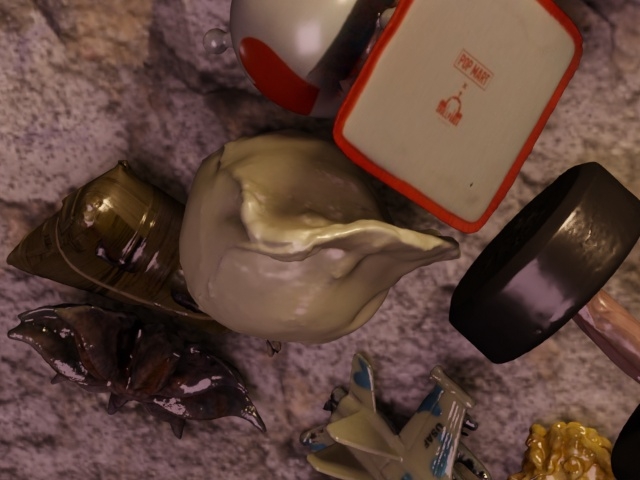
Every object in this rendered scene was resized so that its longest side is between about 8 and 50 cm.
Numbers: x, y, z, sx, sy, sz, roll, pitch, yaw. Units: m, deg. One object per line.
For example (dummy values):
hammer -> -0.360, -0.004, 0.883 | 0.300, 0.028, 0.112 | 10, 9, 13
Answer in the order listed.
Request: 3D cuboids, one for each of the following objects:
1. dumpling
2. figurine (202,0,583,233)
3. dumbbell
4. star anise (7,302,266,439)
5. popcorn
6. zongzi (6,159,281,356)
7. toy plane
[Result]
dumpling -> 0.000, 0.000, 1.301 | 0.193, 0.258, 0.147 | 9, 88, -4
figurine -> 0.018, -0.135, 1.258 | 0.226, 0.183, 0.160 | 27, 87, 41
dumbbell -> 0.212, 0.068, 1.297 | 0.218, 0.152, 0.152 | 43, 121, -5
star anise -> -0.140, 0.092, 1.451 | 0.205, 0.061, 0.180 | 14, 159, 10
popcorn -> 0.181, 0.176, 1.416 | 0.083, 0.057, 0.082 | -5, 120, 17
zongzi -> -0.135, 0.034, 1.456 | 0.189, 0.081, 0.178 | 35, 144, -18
toy plane -> 0.096, 0.207, 1.433 | 0.262, 0.088, 0.192 | 41, 124, 13
